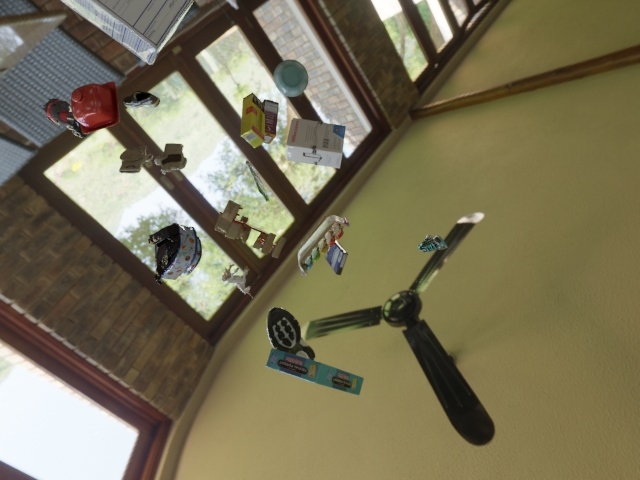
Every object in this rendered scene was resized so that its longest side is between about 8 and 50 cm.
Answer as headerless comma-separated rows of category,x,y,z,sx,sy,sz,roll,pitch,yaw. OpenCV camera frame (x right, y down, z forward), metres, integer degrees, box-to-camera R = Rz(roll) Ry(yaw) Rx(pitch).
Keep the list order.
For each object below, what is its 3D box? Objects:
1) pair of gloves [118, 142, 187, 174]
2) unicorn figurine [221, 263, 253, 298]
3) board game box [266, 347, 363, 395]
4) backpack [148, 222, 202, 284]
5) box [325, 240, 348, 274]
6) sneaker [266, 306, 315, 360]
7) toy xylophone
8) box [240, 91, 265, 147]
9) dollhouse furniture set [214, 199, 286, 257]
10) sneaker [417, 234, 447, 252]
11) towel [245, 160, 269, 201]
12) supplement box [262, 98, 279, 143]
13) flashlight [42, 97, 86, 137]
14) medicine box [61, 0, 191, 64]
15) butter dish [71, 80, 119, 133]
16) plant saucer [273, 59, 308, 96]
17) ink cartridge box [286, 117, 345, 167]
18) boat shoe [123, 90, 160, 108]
pair of gloves,-0.635,-0.308,1.594,0.240,0.042,0.204,-8,-139,-18
unicorn figurine,-0.339,0.161,1.742,0.111,0.161,0.060,-65,-156,12
board game box,-0.017,0.538,1.696,0.253,0.336,0.079,4,-112,38
backpack,-0.716,0.049,2.096,0.263,0.213,0.277,-42,-122,38
box,0.089,0.090,2.401,0.225,0.036,0.137,-128,-127,-61
sneaker,-0.174,0.450,1.984,0.158,0.411,0.182,-34,-142,-17
toy xylophone,0.000,0.000,1.917,0.323,0.081,0.236,-47,-166,17
box,-0.271,-0.487,1.681,0.058,0.087,0.232,-23,-130,25
dollhouse furniture set,-0.298,-0.059,1.732,0.262,0.259,0.135,28,-88,34
sneaker,0.433,0.022,1.625,0.076,0.065,0.166,-38,-176,-6
towel,-0.256,-0.237,1.677,0.023,0.113,0.152,-28,-117,4
supplement box,-0.268,-0.596,2.095,0.104,0.080,0.188,159,-63,-64
flashlight,-0.963,-0.479,1.597,0.304,0.103,0.103,22,-113,39
medicine box,-0.552,-0.731,1.223,0.149,0.289,0.264,5,-115,60
butter dish,-0.771,-0.459,1.391,0.160,0.160,0.118,-12,173,13
plant saucer,-0.158,-0.887,2.273,0.195,0.195,0.037,-39,-165,-3
ink cartridge box,-0.017,-0.358,1.531,0.203,0.086,0.148,9,-123,0
boat shoe,-0.619,-0.487,1.428,0.152,0.049,0.056,5,-114,21
